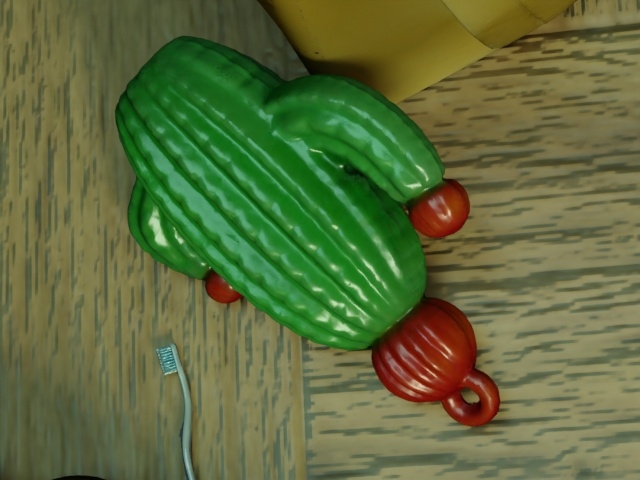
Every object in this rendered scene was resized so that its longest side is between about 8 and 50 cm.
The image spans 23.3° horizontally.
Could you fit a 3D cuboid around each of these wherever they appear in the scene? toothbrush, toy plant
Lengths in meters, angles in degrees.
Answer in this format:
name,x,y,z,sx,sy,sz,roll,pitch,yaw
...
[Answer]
name,x,y,z,sx,sy,sz,roll,pitch,yaw
toothbrush,-0.068,0.118,0.827,0.013,0.011,0.131,-13,75,-4
toy plant,-0.002,-0.013,0.787,0.240,0.088,0.154,26,123,20

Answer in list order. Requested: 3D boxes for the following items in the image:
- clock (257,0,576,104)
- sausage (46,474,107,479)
name,x,y,z,sx,sy,sz,roll,pitch,yaw
clock,0.007,-0.213,0.725,0.200,0.317,0.244,-34,74,11
sausage,-0.089,0.203,0.750,0.317,0.117,0.125,32,59,27
